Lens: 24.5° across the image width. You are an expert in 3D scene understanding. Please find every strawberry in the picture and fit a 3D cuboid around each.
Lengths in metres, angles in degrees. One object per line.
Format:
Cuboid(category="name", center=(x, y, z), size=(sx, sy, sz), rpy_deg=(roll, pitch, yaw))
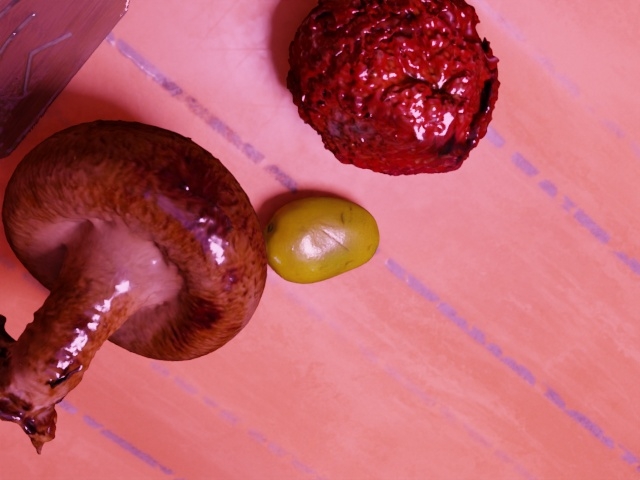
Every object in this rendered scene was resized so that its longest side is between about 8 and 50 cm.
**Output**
Cuboid(category="strawberry", center=(0.103, -0.193, 1.847), size=(0.274, 0.220, 0.274), rpy_deg=(-7, 119, -13))

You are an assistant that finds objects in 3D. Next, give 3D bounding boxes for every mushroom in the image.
Cuboid(category="mushroom", center=(-0.262, 0.025, 1.799), size=(0.334, 0.356, 0.331), rpy_deg=(-28, 93, 42))

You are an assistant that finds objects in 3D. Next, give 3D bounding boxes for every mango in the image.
Cuboid(category="mango", center=(-0.002, -0.006, 1.984), size=(0.163, 0.089, 0.117), rpy_deg=(-20, 110, -19))

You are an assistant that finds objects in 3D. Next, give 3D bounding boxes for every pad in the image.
Cuboid(category="pad", center=(-0.416, -0.274, 1.783), size=(0.284, 0.018, 0.286), rpy_deg=(36, 100, -26))
